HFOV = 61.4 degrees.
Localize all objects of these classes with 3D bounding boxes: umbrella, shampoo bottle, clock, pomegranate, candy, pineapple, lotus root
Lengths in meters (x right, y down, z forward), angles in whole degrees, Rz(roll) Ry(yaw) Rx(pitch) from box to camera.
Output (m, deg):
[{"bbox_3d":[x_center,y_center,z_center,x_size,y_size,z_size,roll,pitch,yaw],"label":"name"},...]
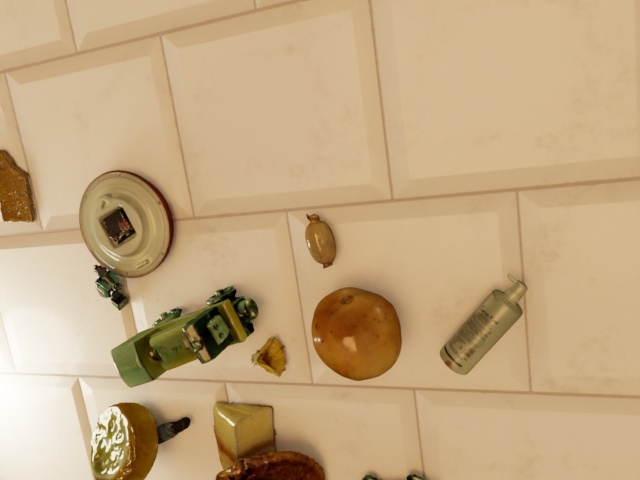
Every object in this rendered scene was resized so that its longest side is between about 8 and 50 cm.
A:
[{"bbox_3d":[-0.505,0.616,1.717,0.250,0.052,0.053,-33,64,25],"label":"umbrella"},{"bbox_3d":[0.390,0.199,1.265,0.085,0.085,0.262,37,112,8],"label":"shampoo bottle"},{"bbox_3d":[-0.570,-0.045,1.562,0.319,0.080,0.318,5,106,19],"label":"clock"},{"bbox_3d":[0.088,0.226,1.313,0.233,0.233,0.233,5,105,19],"label":"pomegranate"},{"bbox_3d":[-0.618,0.638,1.688,0.260,0.118,0.259,-8,75,33],"label":"candy"},{"bbox_3d":[-0.158,0.333,1.511,0.114,0.077,0.114,-14,94,36],"label":"pineapple"},{"bbox_3d":[0.000,0.000,1.371,0.073,0.062,0.150,-14,99,22],"label":"lotus root"}]

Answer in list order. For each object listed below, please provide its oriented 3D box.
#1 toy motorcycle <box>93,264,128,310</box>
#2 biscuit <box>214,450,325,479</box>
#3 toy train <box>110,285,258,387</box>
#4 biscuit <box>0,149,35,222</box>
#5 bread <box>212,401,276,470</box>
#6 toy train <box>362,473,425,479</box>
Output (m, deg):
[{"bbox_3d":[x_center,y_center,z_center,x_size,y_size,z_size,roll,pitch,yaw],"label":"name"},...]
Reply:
[{"bbox_3d":[-0.626,0.135,1.601,0.100,0.058,0.173,35,148,12],"label":"toy motorcycle"},{"bbox_3d":[-0.151,0.717,1.531,0.334,0.081,0.289,-1,109,-15],"label":"biscuit"},{"bbox_3d":[-0.362,0.262,1.468,0.397,0.253,0.160,-22,96,24],"label":"toy train"},{"bbox_3d":[-0.974,-0.173,1.708,0.131,0.026,0.236,0,102,19],"label":"biscuit"},{"bbox_3d":[-0.234,0.591,1.624,0.178,0.135,0.240,14,112,52],"label":"bread"},{"bbox_3d":[0.208,0.724,1.465,0.248,0.101,0.159,-12,115,23],"label":"toy train"}]
